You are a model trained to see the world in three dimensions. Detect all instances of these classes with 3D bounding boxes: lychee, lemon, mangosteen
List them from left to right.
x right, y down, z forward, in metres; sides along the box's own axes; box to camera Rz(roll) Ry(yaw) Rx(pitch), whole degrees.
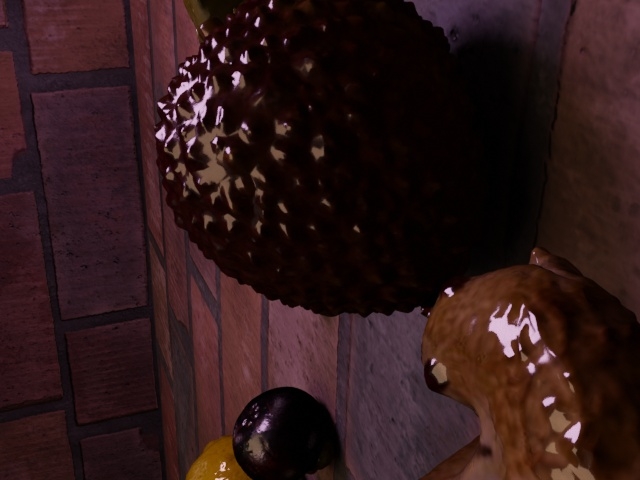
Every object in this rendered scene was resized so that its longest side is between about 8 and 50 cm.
[{"bbox_3d":[-0.123,0.430,1.245,0.260,0.204,0.204,46,140,45],"label":"lemon"},{"bbox_3d":[-0.050,0.290,1.095,0.152,0.153,0.152,172,90,-70],"label":"mangosteen"},{"bbox_3d":[0.004,-0.074,0.628,0.304,0.276,0.275,51,153,8],"label":"lychee"}]

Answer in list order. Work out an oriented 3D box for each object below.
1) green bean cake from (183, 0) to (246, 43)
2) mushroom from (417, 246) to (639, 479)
[{"bbox_3d":[-0.116,-0.388,0.941,0.310,0.202,0.284,-140,33,-62],"label":"green bean cake"},{"bbox_3d":[0.121,0.163,0.304,0.345,0.346,0.259,21,136,67],"label":"mushroom"}]
